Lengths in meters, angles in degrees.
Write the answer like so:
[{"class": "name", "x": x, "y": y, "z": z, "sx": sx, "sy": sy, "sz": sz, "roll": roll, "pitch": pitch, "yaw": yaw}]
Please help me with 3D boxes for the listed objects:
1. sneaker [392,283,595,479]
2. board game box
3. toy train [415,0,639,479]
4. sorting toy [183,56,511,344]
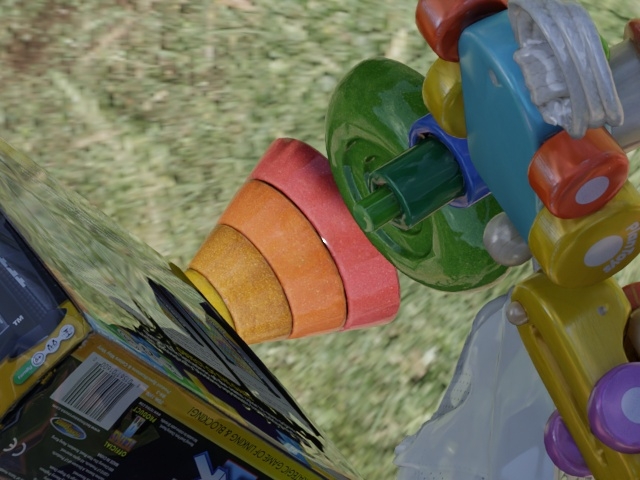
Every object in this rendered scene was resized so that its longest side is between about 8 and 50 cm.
[{"class": "sneaker", "x": 0.011, "y": 0.131, "z": 0.672, "sx": 0.169, "sy": 0.292, "sz": 0.108, "roll": -5, "pitch": 133, "yaw": 19}, {"class": "board game box", "x": -0.067, "y": 0.030, "z": 0.545, "sx": 0.048, "sy": 0.170, "sz": 0.141, "roll": -47, "pitch": 52, "yaw": 2}, {"class": "toy train", "x": 0.075, "y": 0.017, "z": 0.382, "sx": 0.046, "sy": 0.125, "sz": 0.166, "roll": -25, "pitch": 107, "yaw": -11}, {"class": "sorting toy", "x": 0.000, "y": 0.000, "z": 0.920, "sx": 0.126, "sy": 0.365, "sz": 0.127, "roll": -32, "pitch": 90, "yaw": -22}]
